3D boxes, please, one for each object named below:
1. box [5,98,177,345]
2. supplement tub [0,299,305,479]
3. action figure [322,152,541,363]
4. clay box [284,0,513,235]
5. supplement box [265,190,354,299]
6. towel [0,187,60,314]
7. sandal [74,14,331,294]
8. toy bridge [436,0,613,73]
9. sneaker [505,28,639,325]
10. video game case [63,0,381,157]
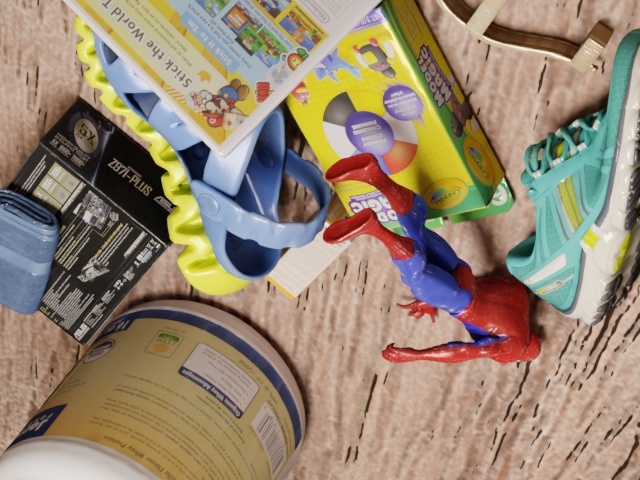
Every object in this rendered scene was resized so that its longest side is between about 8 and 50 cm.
[{"bbox_3d":[-0.217,-0.014,1.703,0.147,0.077,0.180,38,133,-4],"label":"box"},{"bbox_3d":[-0.170,0.226,1.700,0.228,0.316,0.228,14,128,18],"label":"supplement tub"},{"bbox_3d":[0.074,0.042,1.544,0.139,0.091,0.280,-21,139,33],"label":"action figure"},{"bbox_3d":[0.056,-0.092,1.517,0.127,0.053,0.222,-13,117,35],"label":"clay box"},{"bbox_3d":[0.000,0.000,1.612,0.036,0.062,0.098,40,134,-5],"label":"supplement box"},{"bbox_3d":[-0.269,0.011,1.676,0.067,0.029,0.119,28,132,7],"label":"towel"},{"bbox_3d":[-0.084,-0.102,1.519,0.138,0.126,0.317,-3,124,42],"label":"sandal"},{"bbox_3d":[0.132,-0.181,1.424,0.188,0.026,0.063,35,136,-1],"label":"toy bridge"},{"bbox_3d":[0.206,-0.048,1.443,0.110,0.107,0.275,29,134,18],"label":"sneaker"},{"bbox_3d":[-0.081,-0.213,1.419,0.227,0.026,0.206,45,97,-2],"label":"video game case"}]
